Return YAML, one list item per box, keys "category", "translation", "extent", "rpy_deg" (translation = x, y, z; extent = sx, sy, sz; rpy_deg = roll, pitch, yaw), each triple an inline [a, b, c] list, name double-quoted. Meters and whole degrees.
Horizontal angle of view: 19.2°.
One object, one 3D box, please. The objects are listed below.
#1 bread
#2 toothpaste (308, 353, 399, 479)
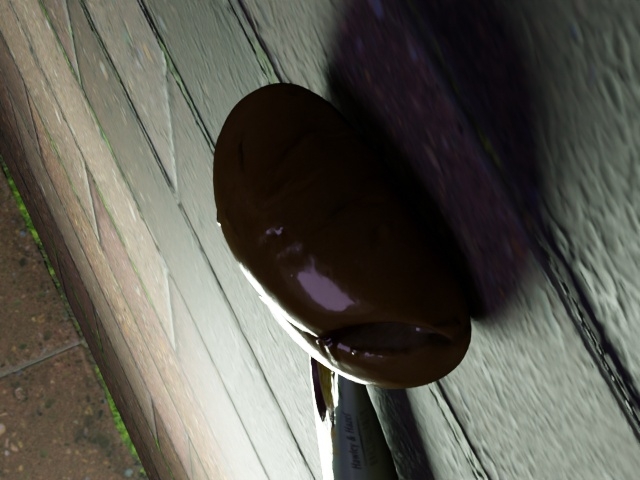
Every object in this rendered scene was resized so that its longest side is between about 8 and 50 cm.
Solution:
- category: "bread"
  translation: [0.000, 0.000, 0.825]
  extent: [0.189, 0.077, 0.114]
  rpy_deg: [-124, 20, -54]
- category: "toothpaste"
  translation: [0.030, 0.160, 1.082]
  extent: [0.058, 0.056, 0.314]
  rpy_deg: [6, 125, 30]
